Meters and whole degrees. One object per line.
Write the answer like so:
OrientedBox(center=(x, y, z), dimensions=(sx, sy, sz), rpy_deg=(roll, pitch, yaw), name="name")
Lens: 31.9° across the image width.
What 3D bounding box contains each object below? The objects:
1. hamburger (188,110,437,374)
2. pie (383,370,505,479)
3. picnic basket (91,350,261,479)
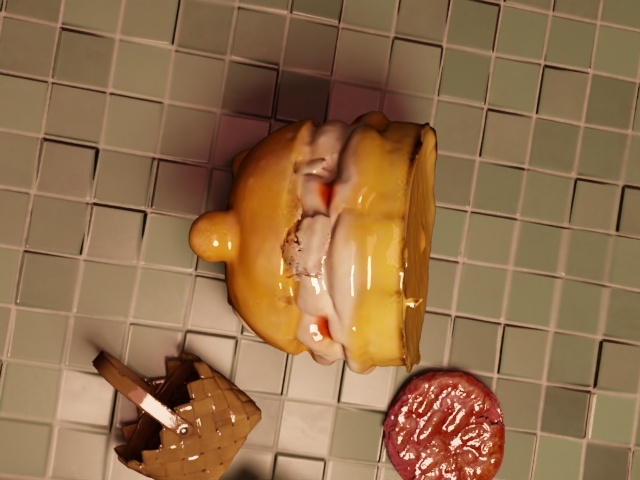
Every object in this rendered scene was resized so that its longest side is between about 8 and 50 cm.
OrientedBox(center=(0.000, 0.000, 1.165), dimensions=(0.236, 0.276, 0.276), rpy_deg=(5, 89, 10), name="hamburger")
OrientedBox(center=(0.147, 0.224, 1.298), dimensions=(0.154, 0.036, 0.154), rpy_deg=(0, 91, -11), name="pie")
OrientedBox(center=(-0.170, 0.180, 1.189), dimensions=(0.178, 0.128, 0.138), rpy_deg=(39, 80, -25), name="picnic basket")
